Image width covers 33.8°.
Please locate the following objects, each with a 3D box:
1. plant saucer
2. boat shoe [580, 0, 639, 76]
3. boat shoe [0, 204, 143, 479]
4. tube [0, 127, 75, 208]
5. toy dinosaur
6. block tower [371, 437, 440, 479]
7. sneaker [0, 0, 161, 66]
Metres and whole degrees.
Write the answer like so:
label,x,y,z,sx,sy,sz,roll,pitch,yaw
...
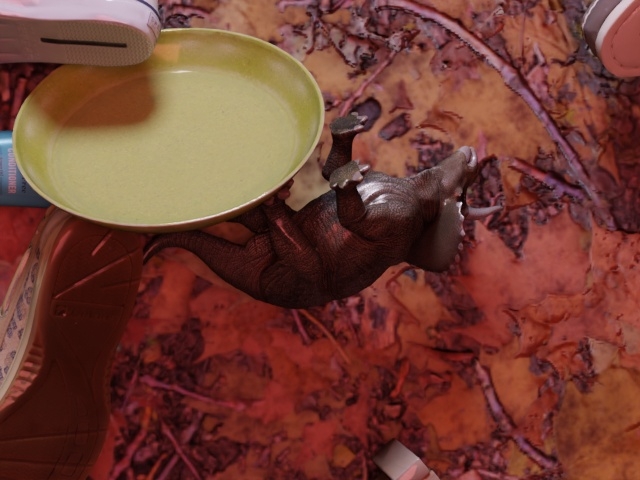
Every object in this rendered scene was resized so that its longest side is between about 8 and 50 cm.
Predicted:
label,x,y,z,sx,sy,sz,roll,pitch,yaw
plant saucer,-0.116,-0.084,0.827,0.241,0.241,0.037,-14,137,-11
boat shoe,0.357,-0.270,0.956,0.324,0.097,0.116,-38,138,-5
boat shoe,-0.222,0.105,0.851,0.104,0.089,0.285,19,97,-36
tube,-0.254,-0.059,0.862,0.207,0.052,0.080,-1,104,-18
toy dinosaur,0.000,0.000,0.871,0.313,0.121,0.160,-25,125,2
block tower,0.146,0.333,0.924,0.097,0.091,0.335,-40,97,-9
sneaker,-0.256,-0.198,0.847,0.258,0.094,0.091,6,61,-9
